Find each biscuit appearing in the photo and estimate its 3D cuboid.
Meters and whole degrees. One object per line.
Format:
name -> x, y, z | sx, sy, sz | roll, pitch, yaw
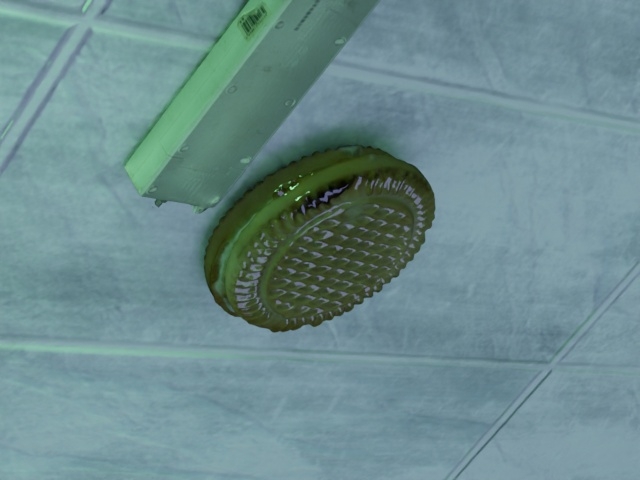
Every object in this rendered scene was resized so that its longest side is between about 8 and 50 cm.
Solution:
biscuit -> 0.000, 0.000, 1.996 | 0.259, 0.079, 0.259 | -21, 146, -15

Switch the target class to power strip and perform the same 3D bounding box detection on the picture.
power strip -> -0.052, -0.159, 1.776 | 0.106, 0.043, 0.367 | 11, 128, -46
